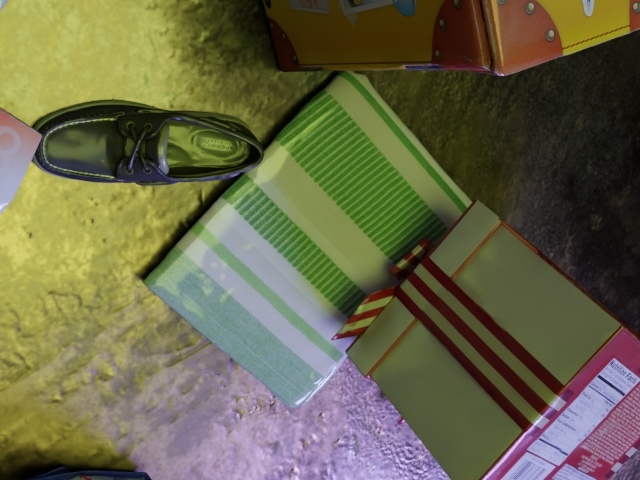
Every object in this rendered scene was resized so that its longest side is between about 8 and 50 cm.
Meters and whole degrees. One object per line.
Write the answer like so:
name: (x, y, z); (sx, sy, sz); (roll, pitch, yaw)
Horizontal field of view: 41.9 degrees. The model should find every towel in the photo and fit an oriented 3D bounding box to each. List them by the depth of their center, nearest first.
towel: (0.000, 0.000, 0.929); (0.325, 0.038, 0.248); (-49, 116, -9)

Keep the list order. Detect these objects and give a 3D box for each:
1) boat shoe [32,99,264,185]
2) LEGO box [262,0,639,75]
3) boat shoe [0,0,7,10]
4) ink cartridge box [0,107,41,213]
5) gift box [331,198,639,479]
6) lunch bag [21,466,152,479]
boat shoe: (-0.161, -0.093, 0.806); (0.223, 0.073, 0.080); (-2, 102, -26)
LEGO box: (0.057, -0.402, 0.686); (0.193, 0.372, 0.500); (-22, 110, -22)
boat shoe: (-0.290, -0.240, 0.711); (0.070, 0.078, 0.219); (33, 86, -29)
ink cartridge box: (-0.330, -0.045, 0.692); (0.145, 0.045, 0.179); (37, 66, -52)
gift box: (0.186, 0.138, 0.907); (0.276, 0.258, 0.255); (-46, 135, 6)
lunch bag: (-0.243, 0.301, 0.832); (0.151, 0.096, 0.129); (12, 95, -38)
